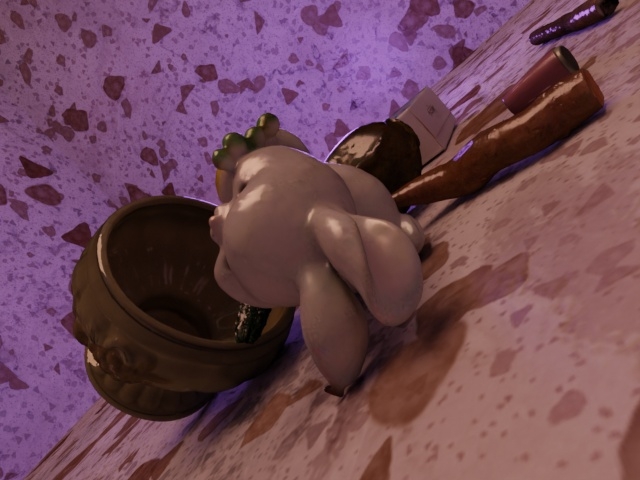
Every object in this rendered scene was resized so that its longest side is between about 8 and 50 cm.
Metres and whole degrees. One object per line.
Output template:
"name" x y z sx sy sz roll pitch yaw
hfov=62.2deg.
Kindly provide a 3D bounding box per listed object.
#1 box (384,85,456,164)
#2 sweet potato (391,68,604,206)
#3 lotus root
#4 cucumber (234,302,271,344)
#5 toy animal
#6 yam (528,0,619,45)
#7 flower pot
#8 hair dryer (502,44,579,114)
"box" 0.151 -0.195 1.182 0.274 0.116 0.203 -37 10 35
"sweet potato" 0.197 -0.099 0.644 0.281 0.059 0.067 -35 -1 41
"lotus root" 0.058 -0.065 0.831 0.275 0.152 0.160 -53 12 -9
"cucumber" -0.080 0.040 0.714 0.044 0.043 0.257 -7 39 8
"toy animal" -0.007 0.000 0.569 0.183 0.247 0.310 -58 -10 9
"yam" 0.483 -0.424 1.041 0.327 0.045 0.045 -79 5 -79
"flower pot" -0.209 0.114 0.772 0.244 0.307 0.307 -57 -1 33
"hair dryer" 0.350 -0.252 0.812 0.154 0.054 0.106 -36 -3 -44
